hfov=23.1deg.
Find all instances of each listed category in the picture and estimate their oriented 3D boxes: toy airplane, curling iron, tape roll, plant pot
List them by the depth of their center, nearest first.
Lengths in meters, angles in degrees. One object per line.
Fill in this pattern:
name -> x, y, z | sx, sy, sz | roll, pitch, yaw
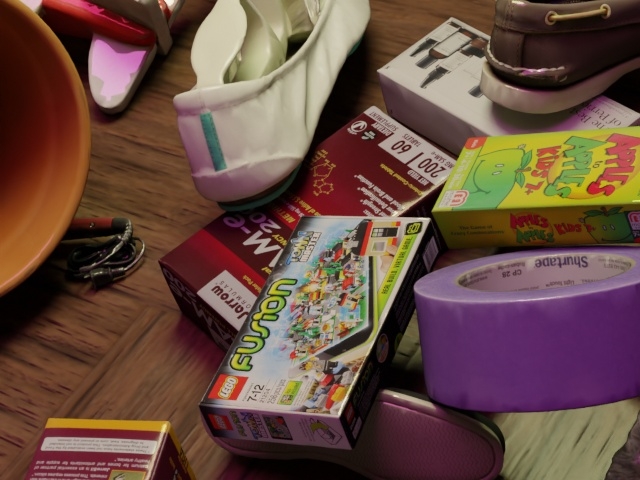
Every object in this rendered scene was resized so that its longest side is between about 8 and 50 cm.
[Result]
tape roll -> 0.165, 0.060, 1.124 | 0.189, 0.080, 0.189 | -8, 9, 1
plant pot -> -0.372, -0.091, 1.364 | 0.291, 0.291, 0.203 | -38, 26, -19
curling iron -> -0.288, 0.002, 1.439 | 0.274, 0.035, 0.068 | 4, 48, 23
toy airplane -> -0.319, -0.289, 1.567 | 0.384, 0.272, 0.386 | -23, 60, 11

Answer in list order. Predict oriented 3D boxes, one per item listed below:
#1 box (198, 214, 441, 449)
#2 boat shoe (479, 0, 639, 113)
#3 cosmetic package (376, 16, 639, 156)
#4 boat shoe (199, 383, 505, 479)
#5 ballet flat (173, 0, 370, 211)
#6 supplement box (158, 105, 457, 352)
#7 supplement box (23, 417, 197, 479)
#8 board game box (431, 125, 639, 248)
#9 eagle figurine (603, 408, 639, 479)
box -> 0.004, 0.062, 1.155 | 0.114, 0.036, 0.207 | 1, 42, 26
boat shoe -> 0.262, -0.213, 1.370 | 0.324, 0.096, 0.117 | -28, 43, -35
cosmetic package -> 0.165, -0.112, 1.378 | 0.099, 0.060, 0.239 | -39, 47, -18
boat shoe -> 0.029, 0.127, 1.172 | 0.233, 0.084, 0.079 | 8, 29, 21
ballet flat -> -0.044, -0.182, 1.413 | 0.139, 0.139, 0.400 | -4, 33, 15
supplement box -> 0.000, 0.000, 1.314 | 0.239, 0.073, 0.130 | -37, 47, -17
supplement box -> -0.169, 0.227, 1.138 | 0.104, 0.080, 0.188 | -1, 46, 18
board game box -> 0.188, -0.041, 1.219 | 0.181, 0.043, 0.092 | -2, 41, 33
eagle figurine -> 0.301, 0.155, 0.976 | 0.225, 0.226, 0.298 | 29, 53, 15
